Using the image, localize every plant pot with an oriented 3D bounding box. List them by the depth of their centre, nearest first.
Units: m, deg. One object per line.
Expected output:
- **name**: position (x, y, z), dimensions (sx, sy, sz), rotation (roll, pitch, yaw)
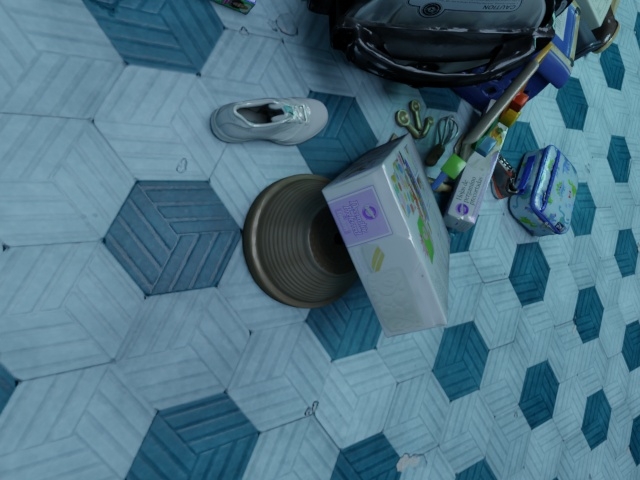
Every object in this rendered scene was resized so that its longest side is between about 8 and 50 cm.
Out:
- **plant pot**: position (0.000, 0.000, 0.688), dimensions (0.238, 0.110, 0.236), rotation (1, 88, -32)
- **plant pot**: position (0.432, -0.453, 0.928), dimensions (0.236, 0.212, 0.235), rotation (21, 77, -30)

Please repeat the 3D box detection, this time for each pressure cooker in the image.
- **pressure cooker**: position (0.202, -0.466, 0.688), dimensions (0.376, 0.370, 0.419), rotation (3, 87, -53)

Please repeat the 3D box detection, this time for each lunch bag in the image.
- **lunch bag**: position (0.599, -0.132, 1.097), dimensions (0.176, 0.090, 0.218), rotation (36, 69, -24)

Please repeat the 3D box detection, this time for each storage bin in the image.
- **storage bin**: position (0.703, -0.552, 1.161), dimensions (0.098, 0.135, 0.090), rotation (-26, 92, -31)

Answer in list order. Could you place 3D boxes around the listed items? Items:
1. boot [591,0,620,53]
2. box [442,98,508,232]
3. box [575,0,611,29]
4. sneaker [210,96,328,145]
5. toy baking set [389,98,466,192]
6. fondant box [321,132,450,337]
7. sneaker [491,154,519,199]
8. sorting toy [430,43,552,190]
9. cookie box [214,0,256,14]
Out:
- **boot**: position (0.851, -0.740, 1.306), dimensions (0.207, 0.090, 0.248), rotation (24, 76, -17)
- **box**: position (0.362, -0.175, 0.941), dimensions (0.063, 0.067, 0.323), rotation (23, 74, 8)
- **box**: position (0.682, -0.742, 1.155), dimensions (0.311, 0.121, 0.147), rotation (44, 66, -24)
- **sneaker**: position (-0.062, -0.199, 0.665), dimensions (0.213, 0.094, 0.080), rotation (-18, 96, -33)
- **toy baking set**: position (0.249, -0.200, 0.904), dimensions (0.257, 0.030, 0.196), rotation (11, 82, -32)
- **fondant box**: position (0.133, -0.033, 0.687), dimensions (0.238, 0.096, 0.330), rotation (66, 23, -13)
- **sneaker**: position (0.452, -0.180, 1.014), dimensions (0.061, 0.065, 0.157), rotation (-34, 106, -29)
- **sorting toy**: position (0.341, -0.226, 0.789), dimensions (0.047, 0.196, 0.347), rotation (40, 96, 11)
- **cookie box**: position (-0.156, -0.425, 0.645), dimensions (0.107, 0.040, 0.091), rotation (5, 86, -32)
